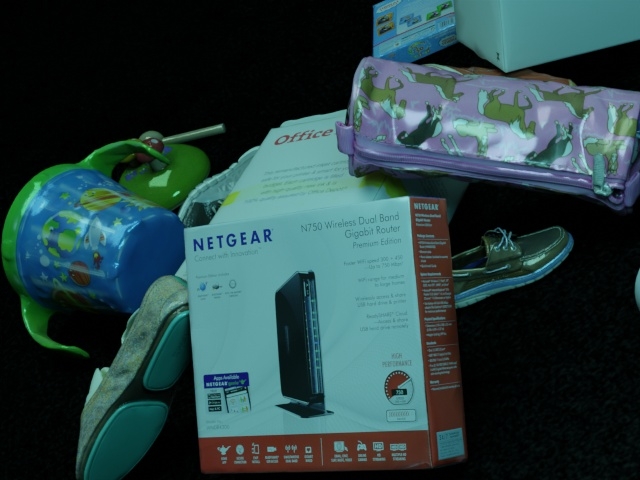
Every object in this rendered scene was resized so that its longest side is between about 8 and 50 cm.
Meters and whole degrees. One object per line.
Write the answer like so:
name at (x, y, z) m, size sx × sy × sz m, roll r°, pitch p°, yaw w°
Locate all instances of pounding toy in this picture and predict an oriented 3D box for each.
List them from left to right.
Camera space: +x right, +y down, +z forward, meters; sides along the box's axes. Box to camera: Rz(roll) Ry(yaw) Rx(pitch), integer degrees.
pounding toy at (-0.284, -0.145, 2.591) m, size 0.183 × 0.110 × 0.237 m, roll -15°, pitch 34°, yaw 26°

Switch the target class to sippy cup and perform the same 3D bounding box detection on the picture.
sippy cup at (-0.322, 0.015, 2.291) m, size 0.224 × 0.306 × 0.240 m, roll 14°, pitch 23°, yaw 38°

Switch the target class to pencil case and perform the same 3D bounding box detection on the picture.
pencil case at (0.216, -0.133, 1.906) m, size 0.386 × 0.160 × 0.167 m, roll 9°, pitch -2°, yaw 6°

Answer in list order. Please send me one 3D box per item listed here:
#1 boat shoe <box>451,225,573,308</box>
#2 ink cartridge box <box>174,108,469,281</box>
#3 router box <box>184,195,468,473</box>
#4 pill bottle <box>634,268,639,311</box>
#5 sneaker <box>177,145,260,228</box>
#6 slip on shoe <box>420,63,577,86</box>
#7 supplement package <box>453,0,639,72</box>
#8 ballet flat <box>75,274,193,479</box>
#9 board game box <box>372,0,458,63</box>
boat shoe at (0.228, 0.023, 1.907) m, size 0.183 × 0.066 × 0.066 m, roll -27°, pitch 30°, yaw 8°
ink cartridge box at (0.000, 0.000, 2.056) m, size 0.279 × 0.160 × 0.385 m, roll -6°, pitch 39°, yaw 36°
router box at (-0.001, 0.116, 1.768) m, size 0.335 × 0.301 × 0.082 m, roll -8°, pitch -5°, yaw 36°
pill bottle at (0.421, 0.102, 1.522) m, size 0.153 × 0.153 × 0.265 m, roll -29°, pitch 30°, yaw 4°
sneaker at (-0.115, -0.066, 2.344) m, size 0.132 × 0.086 × 0.229 m, roll 11°, pitch 49°, yaw 47°
slip on shoe at (0.243, -0.201, 2.206) m, size 0.101 × 0.123 × 0.331 m, roll -24°, pitch 22°, yaw -35°
supplement package at (0.356, -0.378, 2.199) m, size 0.293 × 0.175 × 0.177 m, roll -15°, pitch 27°, yaw -14°
ballet flat at (-0.237, 0.177, 1.951) m, size 0.316 × 0.107 × 0.106 m, roll -57°, pitch 47°, yaw 19°
board game box at (0.167, -0.375, 2.596) m, size 0.160 × 0.039 × 0.211 m, roll -22°, pitch 31°, yaw 16°
